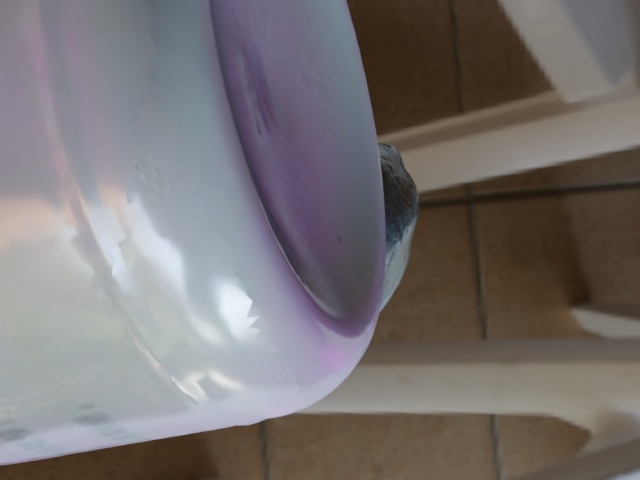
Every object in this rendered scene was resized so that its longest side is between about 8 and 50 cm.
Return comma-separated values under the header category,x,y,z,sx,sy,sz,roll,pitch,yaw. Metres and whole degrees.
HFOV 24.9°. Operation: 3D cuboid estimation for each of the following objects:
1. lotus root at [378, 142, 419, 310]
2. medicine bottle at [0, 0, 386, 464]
category,x,y,z,sx,sy,sz,roll,pitch,yaw
lotus root,0.000,0.000,1.103,0.322,0.140,0.158,-37,120,-47
medicine bottle,-0.156,-0.034,0.593,0.256,0.325,0.256,-11,90,-73
